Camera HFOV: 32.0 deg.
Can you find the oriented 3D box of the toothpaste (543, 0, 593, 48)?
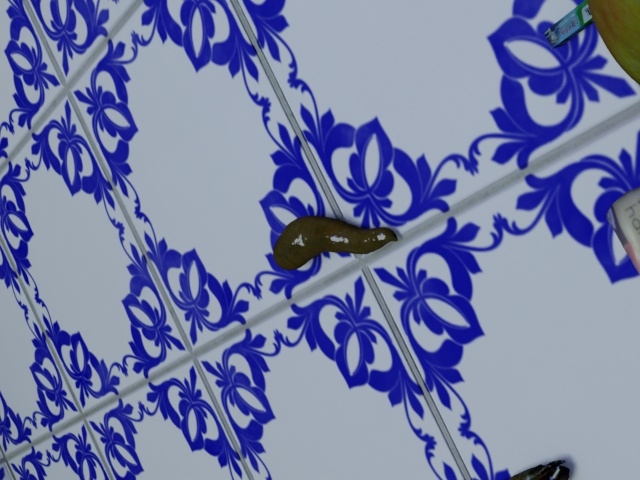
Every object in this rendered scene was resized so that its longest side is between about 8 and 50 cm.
[{"bbox_3d":[0.253,-0.217,1.091,0.083,0.017,0.020,-36,79,52],"label":"toothpaste"}]

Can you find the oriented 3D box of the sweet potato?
[{"bbox_3d":[0.000,-0.002,1.466,0.249,0.059,0.069,-14,117,48],"label":"sweet potato"}]

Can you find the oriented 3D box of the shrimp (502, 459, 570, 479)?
[{"bbox_3d":[0.298,0.350,1.283,0.233,0.071,0.365,56,146,23],"label":"shrimp"}]

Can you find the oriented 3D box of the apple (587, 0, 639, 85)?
[{"bbox_3d":[0.318,-0.220,0.832,0.261,0.260,0.194,-49,55,49],"label":"apple"}]

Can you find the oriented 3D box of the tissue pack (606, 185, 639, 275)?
[{"bbox_3d":[0.425,-0.005,0.905,0.343,0.125,0.242,-38,78,51],"label":"tissue pack"}]
